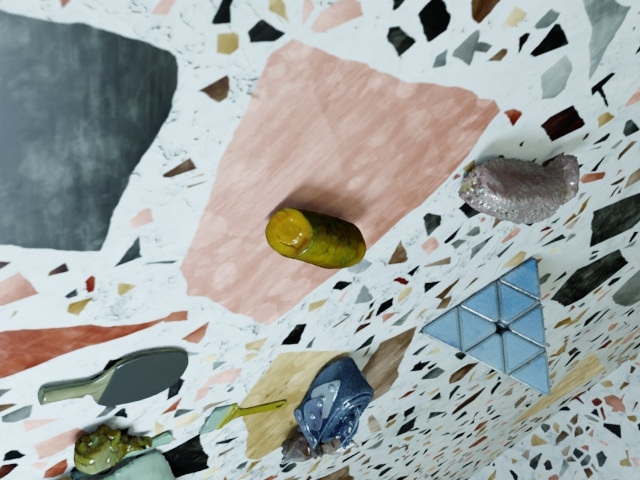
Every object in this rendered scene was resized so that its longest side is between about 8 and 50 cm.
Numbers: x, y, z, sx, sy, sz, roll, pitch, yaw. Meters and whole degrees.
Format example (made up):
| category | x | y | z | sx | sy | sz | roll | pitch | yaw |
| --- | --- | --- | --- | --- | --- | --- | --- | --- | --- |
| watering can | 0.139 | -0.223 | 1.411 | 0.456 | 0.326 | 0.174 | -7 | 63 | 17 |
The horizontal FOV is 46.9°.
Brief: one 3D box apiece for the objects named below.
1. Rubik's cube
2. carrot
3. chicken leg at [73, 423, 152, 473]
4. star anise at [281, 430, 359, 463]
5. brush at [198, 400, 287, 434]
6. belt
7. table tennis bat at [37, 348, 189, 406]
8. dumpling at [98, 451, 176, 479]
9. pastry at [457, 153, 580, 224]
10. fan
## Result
| category | x | y | z | sx | sy | sz | roll | pitch | yaw |
| --- | --- | --- | --- | --- | --- | --- | --- | --- | --- |
| Rubik's cube | 0.405 | 0.205 | 1.707 | 0.233 | 0.229 | 0.228 | -11 | 121 | 38 |
| carrot | 0.000 | 0.000 | 1.088 | 0.082 | 0.082 | 0.173 | -48 | 150 | 22 |
| chicken leg | -0.350 | 0.354 | 1.274 | 0.093 | 0.070 | 0.178 | -47 | 155 | 10 |
| star anise | -0.007 | 0.466 | 1.696 | 0.195 | 0.065 | 0.182 | -4 | 179 | 15 |
| brush | -0.148 | 0.351 | 1.510 | 0.205 | 0.011 | 0.083 | -2 | 136 | -43 |
| belt | 0.041 | 0.354 | 1.576 | 0.122 | 0.128 | 0.218 | -14 | 145 | -32 |
| table tennis bat | -0.318 | 0.224 | 1.158 | 0.246 | 0.022 | 0.138 | -4 | 138 | -43 |
| dumpling | -0.399 | 0.549 | 1.385 | 0.212 | 0.270 | 0.320 | -9 | 175 | 5 |
| pastry | 0.343 | -0.086 | 1.278 | 0.265 | 0.103 | 0.112 | -7 | 147 | -35 |
| fan | -0.364 | 0.397 | 1.362 | 0.193 | 0.016 | 0.038 | -18 | 146 | -27 |
